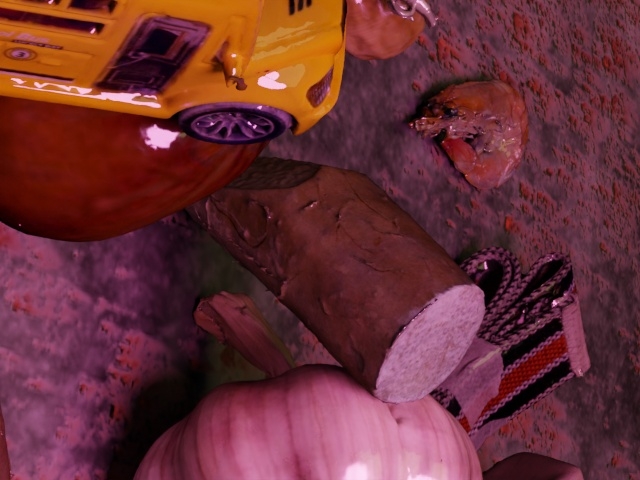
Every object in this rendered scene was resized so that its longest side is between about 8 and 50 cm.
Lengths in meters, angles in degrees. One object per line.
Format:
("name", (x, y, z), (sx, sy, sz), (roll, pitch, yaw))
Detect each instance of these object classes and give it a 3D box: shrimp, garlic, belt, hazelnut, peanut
("shrimp", (0.138, -0.097, 1.383), (0.190, 0.042, 0.101), (3, 94, -54))
("garlic", (-0.026, 0.141, 1.056), (0.245, 0.245, 0.253), (23, 38, -50))
("belt", (0.108, 0.140, 1.280), (0.359, 0.126, 0.094), (-46, 134, -36))
("hazelnut", (-0.118, -0.102, 0.906), (0.229, 0.229, 0.229), (3, 87, -53))
("peanut", (0.020, -0.248, 1.190), (0.108, 0.095, 0.226), (-59, 132, -67))

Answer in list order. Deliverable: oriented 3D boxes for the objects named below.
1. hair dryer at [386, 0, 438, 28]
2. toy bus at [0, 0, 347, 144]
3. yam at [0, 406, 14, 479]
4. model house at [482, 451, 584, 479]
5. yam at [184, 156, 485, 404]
("hair dryer", (-0.019, -0.193, 1.096), (0.237, 0.075, 0.206), (26, 71, -20))
("toy bus", (-0.129, -0.144, 0.722), (0.331, 0.151, 0.145), (6, 72, -22))
("yam", (-0.219, 0.101, 0.875), (0.084, 0.084, 0.127), (-15, 104, -52))
("model house", (0.146, 0.288, 1.277), (0.188, 0.229, 0.122), (54, 5, -29))
("yam", (0.000, 0.000, 1.015), (0.106, 0.259, 0.106), (-24, 137, -25))
